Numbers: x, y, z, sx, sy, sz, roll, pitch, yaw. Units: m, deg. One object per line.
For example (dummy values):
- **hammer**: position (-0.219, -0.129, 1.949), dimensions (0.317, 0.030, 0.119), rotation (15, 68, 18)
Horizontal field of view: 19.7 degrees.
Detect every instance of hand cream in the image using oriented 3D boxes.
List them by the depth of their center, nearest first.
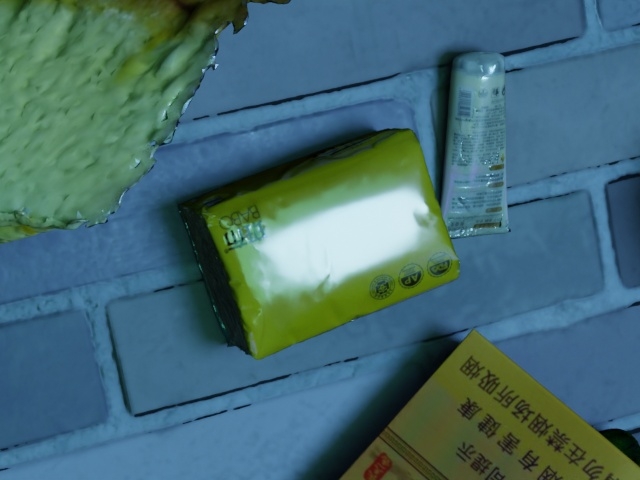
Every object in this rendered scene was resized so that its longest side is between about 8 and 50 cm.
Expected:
- **hand cream**: position (0.117, -0.071, 1.372), dimensions (0.061, 0.039, 0.143), rotation (-5, 107, -23)

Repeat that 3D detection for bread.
- **bread**: position (-0.211, -0.156, 1.112), dimensions (0.242, 0.405, 0.346), rotation (31, 74, -28)

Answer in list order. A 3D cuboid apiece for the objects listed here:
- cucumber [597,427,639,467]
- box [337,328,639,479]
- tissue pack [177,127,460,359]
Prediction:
- **cucumber**: position (0.150, 0.216, 1.399), dimensions (0.227, 0.069, 0.069), rotation (-34, 105, -7)
- **box**: position (0.088, 0.225, 1.332), dimensions (0.174, 0.076, 0.274), rotation (40, 83, 18)
- **tissue pack**: position (0.000, 0.000, 1.315), dimensions (0.169, 0.082, 0.120), rotation (-21, 101, -13)
